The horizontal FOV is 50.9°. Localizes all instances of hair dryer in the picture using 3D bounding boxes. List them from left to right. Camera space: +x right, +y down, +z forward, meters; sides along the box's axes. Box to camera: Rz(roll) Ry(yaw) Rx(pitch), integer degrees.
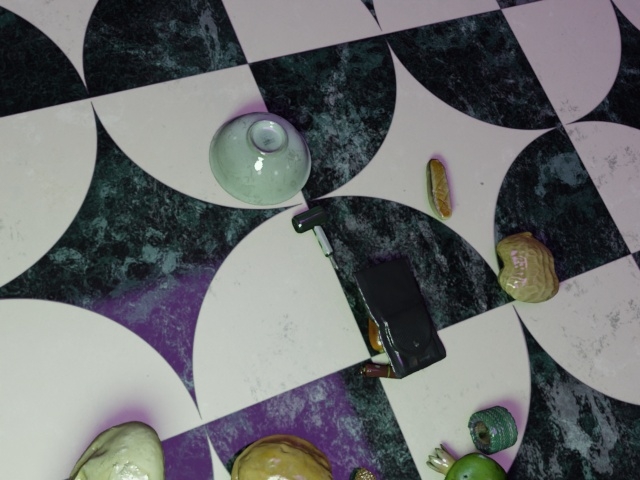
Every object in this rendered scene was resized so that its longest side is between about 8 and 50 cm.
[{"bbox_3d":[0.000,0.000,1.978,0.100,0.057,0.198,-26,84,-20],"label":"hair dryer"}]

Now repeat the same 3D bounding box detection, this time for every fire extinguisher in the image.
[{"bbox_3d":[0.166,0.365,1.889,0.132,0.039,0.056,8,36,-11],"label":"fire extinguisher"}]

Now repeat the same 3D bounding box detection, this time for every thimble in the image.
[{"bbox_3d":[0.476,0.524,1.857,0.090,0.135,0.118,-10,69,-18],"label":"thimble"}]

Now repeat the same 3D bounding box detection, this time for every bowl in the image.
[{"bbox_3d":[-0.167,-0.273,1.980,0.313,0.146,0.313,4,69,-12],"label":"bowl"}]

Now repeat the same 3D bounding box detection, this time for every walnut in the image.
[{"bbox_3d":[-0.092,0.591,1.640,0.257,0.224,0.257,6,62,-10],"label":"walnut"}]

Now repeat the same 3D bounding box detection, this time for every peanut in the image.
[{"bbox_3d":[0.635,0.080,2.075,0.196,0.110,0.233,3,72,-13],"label":"peanut"}]

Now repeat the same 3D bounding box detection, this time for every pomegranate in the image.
[{"bbox_3d":[0.387,0.636,1.785,0.187,0.187,0.225,-39,57,-23],"label":"pomegranate"}]

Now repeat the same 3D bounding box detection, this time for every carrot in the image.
[{"bbox_3d":[0.170,0.212,1.933,0.067,0.067,0.225,6,67,-12],"label":"carrot"}]

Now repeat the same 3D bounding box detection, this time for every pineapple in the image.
[{"bbox_3d":[0.093,0.656,1.758,0.058,0.058,0.124,40,71,2],"label":"pineapple"}]

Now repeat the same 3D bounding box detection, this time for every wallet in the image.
[{"bbox_3d":[0.229,0.214,1.910,0.247,0.041,0.323,-13,75,-46],"label":"wallet"}]

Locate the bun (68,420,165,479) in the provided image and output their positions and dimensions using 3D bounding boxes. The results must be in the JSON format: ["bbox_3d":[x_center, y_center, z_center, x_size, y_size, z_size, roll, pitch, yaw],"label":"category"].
[{"bbox_3d":[-0.458,0.571,1.498,0.234,0.362,0.326,10,32,-14],"label":"bun"}]

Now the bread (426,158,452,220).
[{"bbox_3d":[0.368,-0.158,2.124,0.073,0.053,0.214,2,67,-17],"label":"bread"}]
